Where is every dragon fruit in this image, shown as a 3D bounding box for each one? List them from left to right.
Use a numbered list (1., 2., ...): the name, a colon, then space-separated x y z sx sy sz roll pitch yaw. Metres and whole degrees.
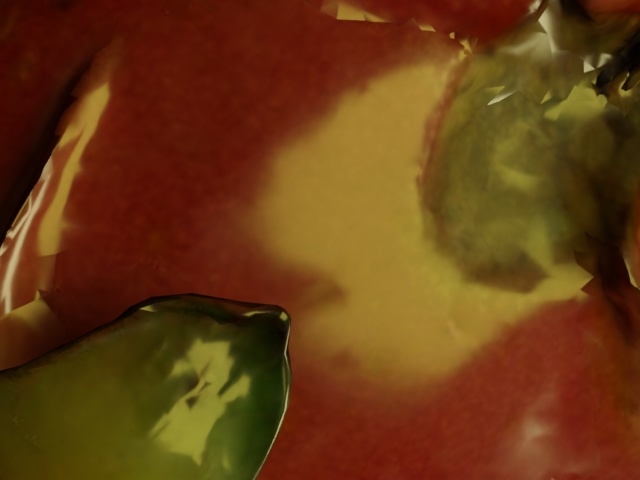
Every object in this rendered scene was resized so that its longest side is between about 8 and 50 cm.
1. dragon fruit: 0.000 0.000 0.454 0.305 0.226 0.305 -1 91 -42
